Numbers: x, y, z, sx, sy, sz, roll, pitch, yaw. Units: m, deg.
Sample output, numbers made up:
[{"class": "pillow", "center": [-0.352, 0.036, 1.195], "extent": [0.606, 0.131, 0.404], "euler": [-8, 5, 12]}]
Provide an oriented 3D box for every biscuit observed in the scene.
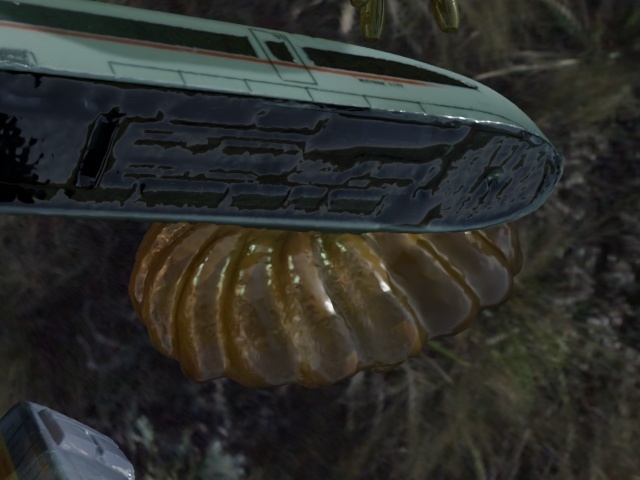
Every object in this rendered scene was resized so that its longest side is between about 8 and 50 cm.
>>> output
[{"class": "biscuit", "center": [0.000, 0.000, 1.039], "extent": [0.325, 0.326, 0.107], "euler": [-16, 117, -16]}]

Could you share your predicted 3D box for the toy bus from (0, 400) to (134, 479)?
[{"class": "toy bus", "center": [-0.108, 0.126, 0.530], "extent": [0.064, 0.190, 0.075], "euler": [30, 89, -25]}]

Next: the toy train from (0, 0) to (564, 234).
[{"class": "toy train", "center": [-0.051, -0.062, 0.634], "extent": [0.407, 0.088, 0.086], "euler": [4, 130, -34]}]

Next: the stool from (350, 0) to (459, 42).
[{"class": "stool", "center": [0.082, -0.274, 1.281], "extent": [0.134, 0.135, 0.111], "euler": [8, 70, -34]}]
